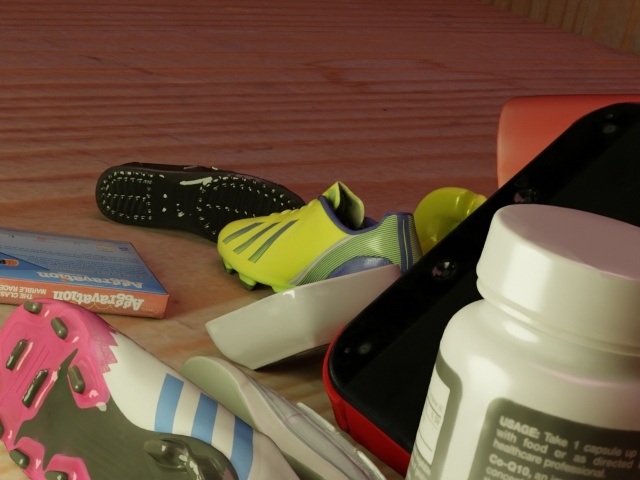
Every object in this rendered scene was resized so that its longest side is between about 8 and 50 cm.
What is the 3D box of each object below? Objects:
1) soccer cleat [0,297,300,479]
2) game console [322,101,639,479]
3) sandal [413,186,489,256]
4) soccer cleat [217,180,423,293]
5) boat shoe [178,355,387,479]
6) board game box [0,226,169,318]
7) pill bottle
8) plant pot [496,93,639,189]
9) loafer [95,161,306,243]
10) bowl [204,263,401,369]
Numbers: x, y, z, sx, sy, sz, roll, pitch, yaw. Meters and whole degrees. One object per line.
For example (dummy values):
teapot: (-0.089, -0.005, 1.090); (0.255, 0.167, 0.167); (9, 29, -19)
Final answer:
soccer cleat: (-0.111, 0.145, 1.271); (0.143, 0.116, 0.331); (22, 8, -41)
game console: (0.219, 0.064, 1.460); (0.386, 0.060, 0.342); (-42, 44, -13)
sandal: (0.256, 0.020, 1.960); (0.317, 0.126, 0.138); (25, 13, 29)
soccer cleat: (0.001, 0.000, 1.765); (0.093, 0.121, 0.289); (-1, 10, -34)
boat shoe: (-0.022, 0.157, 1.344); (0.081, 0.079, 0.227); (8, 21, -43)
board game box: (-0.287, 0.020, 1.666); (0.281, 0.027, 0.145); (7, 16, -22)
pill bottle: (0.139, 0.133, 1.160); (0.161, 0.283, 0.161); (13, 16, -4)
plant pot: (0.309, -0.020, 1.722); (0.243, 0.275, 0.275); (-9, 10, 17)
loafer: (-0.118, -0.046, 1.935); (0.220, 0.080, 0.078); (13, 16, -2)
bowl: (-0.009, 0.068, 1.592); (0.142, 0.053, 0.142); (-10, -9, -42)
